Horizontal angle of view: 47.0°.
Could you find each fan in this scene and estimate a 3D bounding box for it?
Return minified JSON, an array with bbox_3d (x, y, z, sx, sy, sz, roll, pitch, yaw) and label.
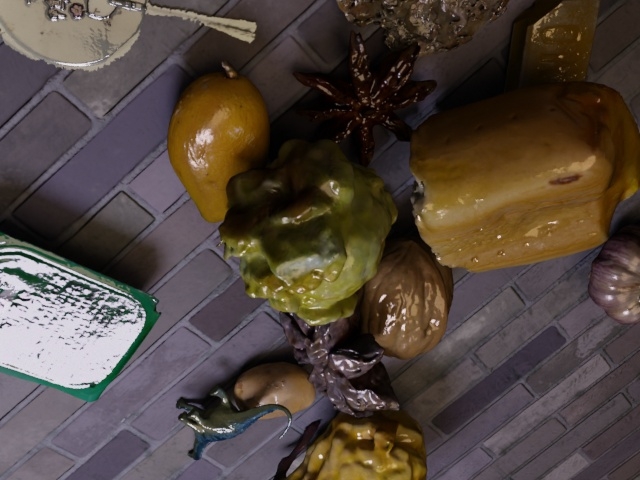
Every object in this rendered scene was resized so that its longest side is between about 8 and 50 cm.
[{"bbox_3d":[-0.296,-0.364,1.138,0.414,0.012,0.233,4,120,-20],"label":"fan"}]

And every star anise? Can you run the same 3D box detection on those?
[{"bbox_3d":[0.069,-0.239,1.291,0.288,0.088,0.288,-6,131,-7],"label":"star anise"},{"bbox_3d":[0.024,0.214,1.436,0.117,0.331,0.332,-27,129,-29],"label":"star anise"}]

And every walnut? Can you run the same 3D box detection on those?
[{"bbox_3d":[0.164,0.112,1.474,0.224,0.225,0.261,-5,124,-17],"label":"walnut"}]

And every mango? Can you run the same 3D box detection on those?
[{"bbox_3d":[-0.170,-0.157,1.249,0.176,0.119,0.317,-17,136,-22],"label":"mango"}]

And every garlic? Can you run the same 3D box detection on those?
[{"bbox_3d":[0.707,0.074,1.684,0.244,0.160,0.245,-7,104,-27],"label":"garlic"}]

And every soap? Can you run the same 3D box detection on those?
[{"bbox_3d":[0.425,-0.338,1.371,0.140,0.073,0.232,-8,122,-14],"label":"soap"}]

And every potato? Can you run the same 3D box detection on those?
[{"bbox_3d":[-0.098,0.319,1.574,0.178,0.109,0.118,-6,136,-16],"label":"potato"}]

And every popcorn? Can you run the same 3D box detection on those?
[{"bbox_3d":[0.083,0.529,1.661,0.381,0.349,0.349,3,123,9],"label":"popcorn"},{"bbox_3d":[-0.022,-0.022,1.250,0.312,0.312,0.312,-9,123,-14],"label":"popcorn"}]

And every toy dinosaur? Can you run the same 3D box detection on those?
[{"bbox_3d":[-0.213,0.378,1.541,0.363,0.076,0.147,-31,114,37],"label":"toy dinosaur"}]

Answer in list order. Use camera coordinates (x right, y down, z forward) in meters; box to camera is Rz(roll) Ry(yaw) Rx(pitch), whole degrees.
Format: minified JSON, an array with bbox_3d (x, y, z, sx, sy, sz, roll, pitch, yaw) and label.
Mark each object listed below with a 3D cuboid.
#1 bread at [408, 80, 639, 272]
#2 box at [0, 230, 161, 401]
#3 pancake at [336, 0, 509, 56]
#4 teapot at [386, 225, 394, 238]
[{"bbox_3d":[0.369,-0.124,1.322,0.394,0.250,0.361,-17,150,19],"label":"bread"},{"bbox_3d":[-0.485,0.124,1.319,0.336,0.106,0.264,29,107,-31],"label":"box"},{"bbox_3d":[0.181,-0.480,1.199,0.382,0.071,0.382,-10,126,-13],"label":"pancake"},{"bbox_3d":[0.117,-0.049,1.465,0.049,0.064,0.083,-6,132,22],"label":"teapot"}]
